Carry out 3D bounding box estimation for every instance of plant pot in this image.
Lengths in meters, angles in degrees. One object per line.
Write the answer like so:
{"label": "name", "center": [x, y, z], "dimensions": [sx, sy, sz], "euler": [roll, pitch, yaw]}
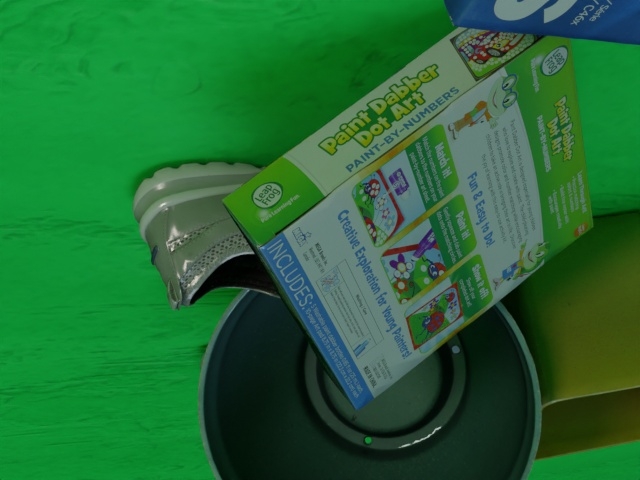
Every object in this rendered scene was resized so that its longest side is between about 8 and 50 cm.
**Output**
{"label": "plant pot", "center": [0.268, 0.091, 1.112], "dimensions": [0.212, 0.187, 0.212], "euler": [-8, 154, -10]}
{"label": "plant pot", "center": [0.051, 0.137, 1.040], "dimensions": [0.293, 0.293, 0.196], "euler": [-17, -179, 8]}

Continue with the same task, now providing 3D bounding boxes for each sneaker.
{"label": "sneaker", "center": [0.000, 0.000, 0.875], "dimensions": [0.281, 0.115, 0.105], "euler": [-8, 154, -11]}

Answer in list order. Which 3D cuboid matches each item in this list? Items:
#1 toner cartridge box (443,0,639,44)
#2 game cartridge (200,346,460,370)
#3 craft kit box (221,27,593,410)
{"label": "toner cartridge box", "center": [0.205, -0.233, 0.545], "dimensions": [0.165, 0.075, 0.348], "euler": [-2, 152, -27]}
{"label": "game cartridge", "center": [0.024, 0.142, 1.256], "dimensions": [0.297, 0.062, 0.198], "euler": [-12, 159, -3]}
{"label": "craft kit box", "center": [0.079, -0.018, 0.797], "dimensions": [0.247, 0.061, 0.250], "euler": [-34, 144, -6]}
